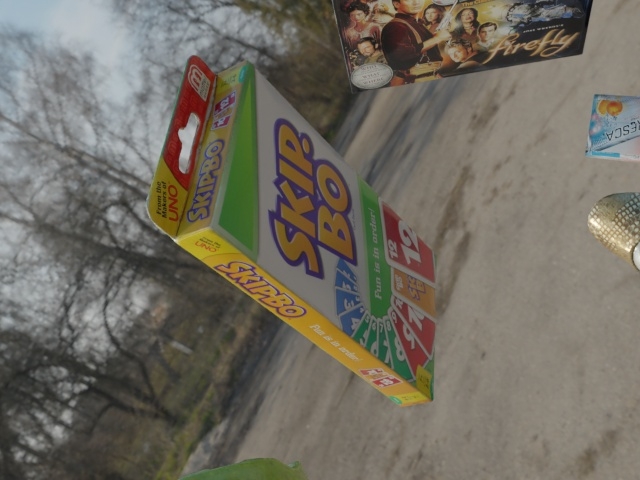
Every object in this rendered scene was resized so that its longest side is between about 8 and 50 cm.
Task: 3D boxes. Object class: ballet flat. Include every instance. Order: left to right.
[{"bbox_3d":[0.312,0.022,0.621,0.067,0.206,0.073,-66,-5,-50],"label":"ballet flat"}]

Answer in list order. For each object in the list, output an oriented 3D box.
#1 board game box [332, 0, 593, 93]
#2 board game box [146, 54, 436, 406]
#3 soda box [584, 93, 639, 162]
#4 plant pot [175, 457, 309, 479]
[{"bbox_3d":[0.137,-0.226,0.766,0.165,0.243,0.042,68,-165,-63],"label":"board game box"},{"bbox_3d":[0.000,0.000,0.505,0.039,0.259,0.124,-19,48,33],"label":"board game box"},{"bbox_3d":[0.318,-0.101,0.753,0.183,0.063,0.058,-3,-78,-50],"label":"soda box"},{"bbox_3d":[-0.065,0.331,0.654,0.276,0.276,0.253,-54,48,48],"label":"plant pot"}]
